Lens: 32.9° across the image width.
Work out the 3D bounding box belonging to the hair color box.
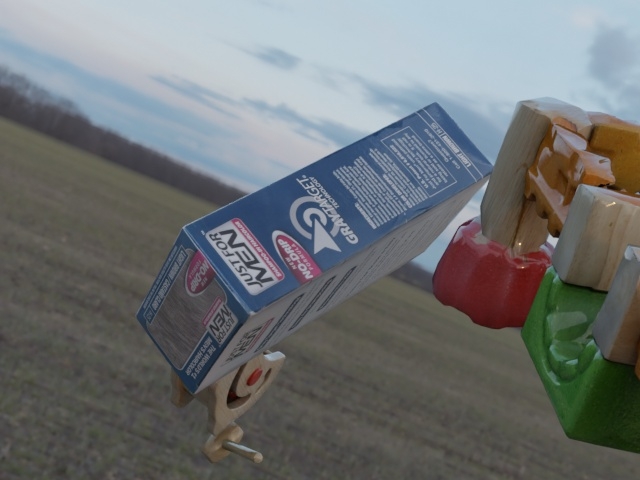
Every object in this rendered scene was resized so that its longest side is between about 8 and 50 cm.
[{"bbox_3d":[0.000,0.000,1.078,0.105,0.347,0.174,51,-38,12],"label":"hair color box"}]

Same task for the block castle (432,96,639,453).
[{"bbox_3d":[0.253,0.105,0.625,0.303,0.212,0.453,11,25,-11],"label":"block castle"}]

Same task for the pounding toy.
[{"bbox_3d":[-0.093,0.187,1.425,0.155,0.154,0.269,34,-32,17],"label":"pounding toy"}]
